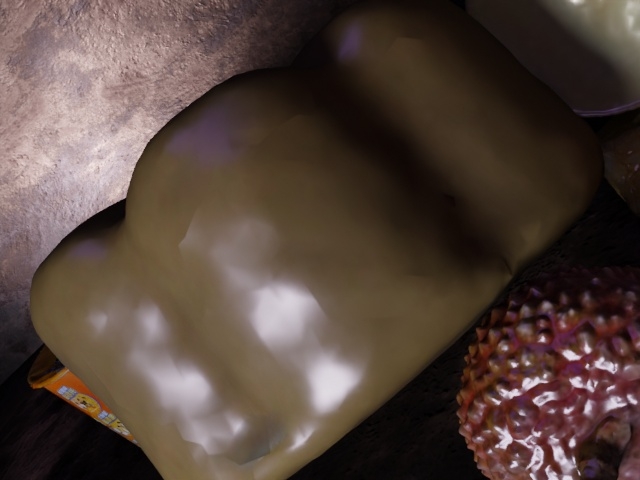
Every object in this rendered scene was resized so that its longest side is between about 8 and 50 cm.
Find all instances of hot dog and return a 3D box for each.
[{"bbox_3d":[0.291,-0.039,0.607,0.084,0.073,0.242,-41,21,20],"label":"hot dog"}]

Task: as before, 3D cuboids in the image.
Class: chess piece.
[{"bbox_3d":[0.330,-0.304,0.766,0.234,0.234,0.442,-26,11,43],"label":"chess piece"}]

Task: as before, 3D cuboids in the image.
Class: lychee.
[{"bbox_3d":[0.163,0.096,0.447,0.165,0.165,0.197,-39,0,16],"label":"lychee"}]

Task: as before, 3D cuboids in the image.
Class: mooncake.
[{"bbox_3d":[0.000,0.000,0.663,0.467,0.262,0.467,-39,-4,-3],"label":"mooncake"}]

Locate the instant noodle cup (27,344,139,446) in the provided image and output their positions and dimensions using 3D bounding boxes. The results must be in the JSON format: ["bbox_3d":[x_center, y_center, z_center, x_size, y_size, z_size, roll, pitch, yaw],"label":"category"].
[{"bbox_3d":[-0.217,0.150,1.035,0.296,0.214,0.296,-38,20,17],"label":"instant noodle cup"}]
